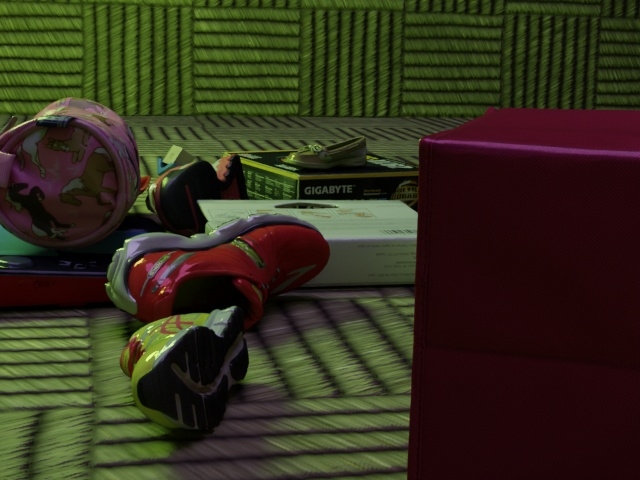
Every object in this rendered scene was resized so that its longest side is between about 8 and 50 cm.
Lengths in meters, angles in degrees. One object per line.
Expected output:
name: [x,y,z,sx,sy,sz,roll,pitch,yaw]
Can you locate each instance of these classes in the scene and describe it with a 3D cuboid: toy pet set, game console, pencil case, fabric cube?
toy pet set: [-0.240,-0.119,2.127,0.114,0.065,0.122,37,-9,-36]
game console: [-0.333,0.011,1.393,0.342,0.060,0.386,-3,12,-19]
pencil case: [-0.315,-0.093,1.445,0.160,0.167,0.386,-24,11,-2]
fabric cube: [0.212,0.047,0.761,0.258,0.259,0.254,5,13,18]

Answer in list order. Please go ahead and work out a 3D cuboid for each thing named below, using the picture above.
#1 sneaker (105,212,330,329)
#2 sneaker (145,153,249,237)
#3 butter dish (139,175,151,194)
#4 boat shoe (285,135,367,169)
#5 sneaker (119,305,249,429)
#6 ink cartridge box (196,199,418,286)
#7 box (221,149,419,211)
sneaker: [-0.088,0.049,1.207,0.279,0.107,0.118,-13,36,-41]
sneaker: [-0.202,-0.053,1.689,0.136,0.115,0.314,-11,5,12]
butter dish: [-0.349,-0.102,1.741,0.160,0.118,0.160,-21,13,-1]
boat shoe: [0.011,-0.141,1.844,0.153,0.048,0.056,-5,13,-32]
sneaker: [-0.122,0.104,0.926,0.094,0.081,0.208,-4,4,9]
ink cartridge box: [0.000,0.000,1.471,0.296,0.066,0.261,-1,11,-13]
box: [0.007,-0.103,1.975,0.257,0.079,0.322,-2,11,-26]
